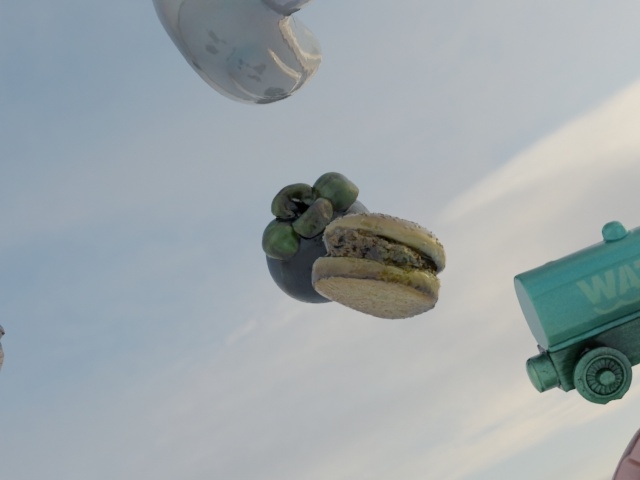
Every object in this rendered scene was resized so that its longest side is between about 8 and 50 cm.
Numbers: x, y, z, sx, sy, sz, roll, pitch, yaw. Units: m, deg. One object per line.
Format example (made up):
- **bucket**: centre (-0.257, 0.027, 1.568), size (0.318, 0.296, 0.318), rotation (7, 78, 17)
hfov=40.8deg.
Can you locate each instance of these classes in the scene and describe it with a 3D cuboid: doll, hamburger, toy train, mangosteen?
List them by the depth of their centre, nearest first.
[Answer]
- **toy train**: centre (0.307, 0.056, 0.836), size (0.248, 0.159, 0.101), rotation (-21, 7, -1)
- **doll**: centre (-0.065, -0.280, 0.970), size (0.221, 0.221, 0.251), rotation (-35, -40, 9)
- **hamburger**: centre (0.077, 0.029, 1.181), size (0.182, 0.117, 0.191), rotation (-8, -24, 38)
- **mangosteen**: centre (0.000, 0.000, 1.552), size (0.243, 0.243, 0.243), rotation (-22, -30, -13)

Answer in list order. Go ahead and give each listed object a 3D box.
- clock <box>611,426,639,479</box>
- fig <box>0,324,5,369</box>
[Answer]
- **clock**: centre (0.343, 0.276, 0.789), size (0.227, 0.142, 0.241), rotation (-60, -34, -24)
- **fig**: centre (-0.548, 0.177, 1.373), size (0.134, 0.146, 0.201), rotation (-11, 2, 20)
